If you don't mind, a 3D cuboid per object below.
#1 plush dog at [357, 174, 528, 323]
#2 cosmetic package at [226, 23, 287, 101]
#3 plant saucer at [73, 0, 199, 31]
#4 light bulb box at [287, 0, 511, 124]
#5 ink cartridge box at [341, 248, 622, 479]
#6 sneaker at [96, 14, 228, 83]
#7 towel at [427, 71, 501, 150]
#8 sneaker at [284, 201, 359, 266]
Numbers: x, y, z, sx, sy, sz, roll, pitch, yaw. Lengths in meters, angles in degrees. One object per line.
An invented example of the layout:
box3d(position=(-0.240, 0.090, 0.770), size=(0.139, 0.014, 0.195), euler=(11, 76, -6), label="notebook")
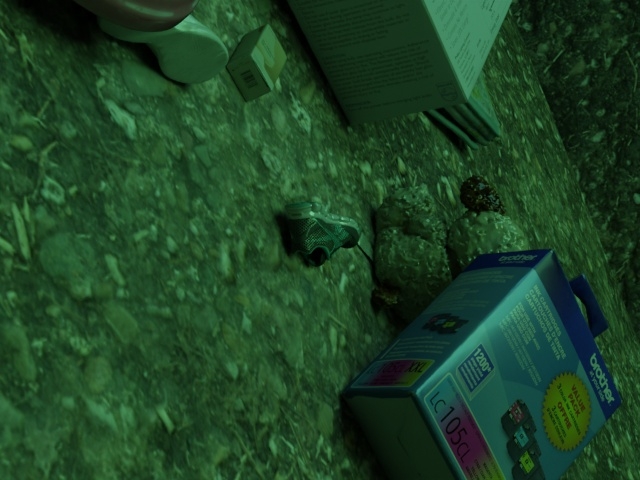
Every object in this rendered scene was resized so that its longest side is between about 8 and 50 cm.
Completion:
box3d(position=(0.203, 0.031, 1.851), size=(0.262, 0.225, 0.210), euler=(68, 21, -3), label="plush dog")
box3d(position=(-0.085, -0.241, 1.664), size=(0.060, 0.041, 0.115), euler=(59, 24, -24), label="cosmetic package")
box3d(position=(-0.232, -0.377, 1.287), size=(0.332, 0.084, 0.332), euler=(40, 31, -30), label="plant saucer")
box3d(position=(0.119, -0.441, 1.955), size=(0.361, 0.225, 0.358), euler=(61, 36, -30), label="light bulb box")
box3d(position=(0.246, 0.193, 1.684), size=(0.395, 0.151, 0.270), euler=(-41, 112, -36), label="ink cartridge box")
box3d(position=(-0.182, -0.256, 1.411), size=(0.212, 0.080, 0.094), euler=(31, 31, -56), label="sneaker")
box3d(position=(0.240, -0.382, 2.512), size=(0.374, 0.090, 0.320), euler=(34, 37, -56), label="towel")
box3d(position=(0.000, 0.000, 1.646), size=(0.166, 0.065, 0.076), euler=(21, 68, -58), label="sneaker")
